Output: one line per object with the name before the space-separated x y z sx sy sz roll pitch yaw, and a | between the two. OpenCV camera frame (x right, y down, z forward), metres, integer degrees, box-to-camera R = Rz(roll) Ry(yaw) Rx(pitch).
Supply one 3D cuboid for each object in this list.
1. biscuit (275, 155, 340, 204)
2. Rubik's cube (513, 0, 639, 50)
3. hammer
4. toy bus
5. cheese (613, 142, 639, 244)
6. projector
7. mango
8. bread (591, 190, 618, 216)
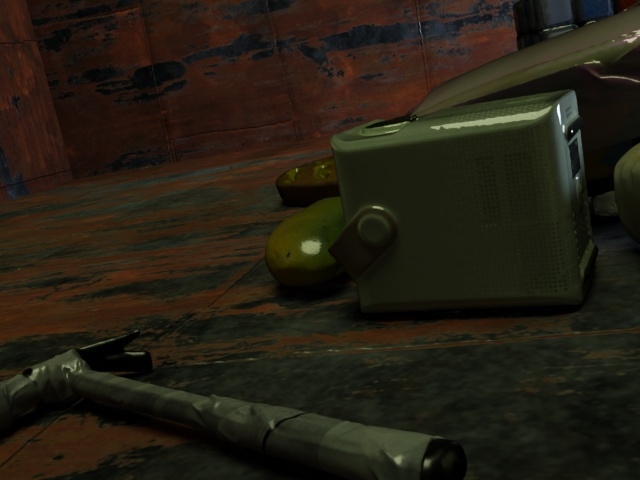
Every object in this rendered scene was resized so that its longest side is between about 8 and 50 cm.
biscuit | 0.112 -0.141 1.482 0.394 0.070 0.350 -5 14 30
Rubik's cube | 0.494 -0.289 1.294 0.292 0.287 0.293 -11 12 7
hammer | -0.092 0.124 0.543 0.427 0.044 0.152 2 18 44
toy bus | 0.284 -0.150 0.918 0.386 0.162 0.171 -15 29 37
cheese | 0.444 -0.050 0.622 0.351 0.129 0.328 -11 10 10
projector | 0.125 -0.034 0.732 0.242 0.177 0.163 -6 12 28
mango | -0.002 0.000 0.910 0.122 0.085 0.191 0 15 31
bread | 0.353 -0.047 0.920 0.070 0.035 0.083 -8 6 13
